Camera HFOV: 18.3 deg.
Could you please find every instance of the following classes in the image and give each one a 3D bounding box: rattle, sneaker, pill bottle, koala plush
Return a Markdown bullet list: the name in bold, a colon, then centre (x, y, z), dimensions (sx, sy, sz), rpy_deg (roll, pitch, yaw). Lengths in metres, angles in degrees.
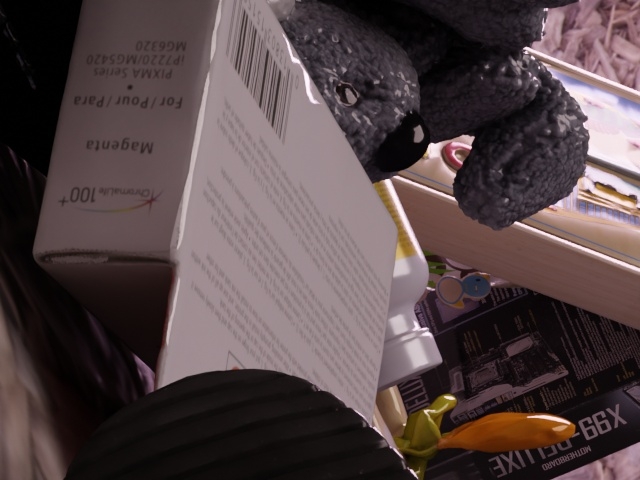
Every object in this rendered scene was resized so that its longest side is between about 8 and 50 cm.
- **rattle**: centre (0.055, 0.056, 1.280), dimensions (0.130, 0.142, 0.200), rpy_deg (28, 40, -49)
- **sneaker**: centre (0.008, 0.194, 0.525), dimensions (0.146, 0.122, 0.330), rpy_deg (90, -19, -58)
- **pill bottle**: centre (0.000, 0.000, 1.142), dimensions (0.103, 0.103, 0.184), rpy_deg (25, 41, -81)
- **koala plush**: centre (0.006, -0.084, 1.001), dimensions (0.203, 0.221, 0.196), rpy_deg (29, -41, 28)

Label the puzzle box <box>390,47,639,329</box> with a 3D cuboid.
- **puzzle box**: centre (0.172, -0.060, 1.582), dimensions (0.272, 0.409, 0.052), rpy_deg (-81, -167, -53)

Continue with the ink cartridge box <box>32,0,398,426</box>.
- **ink cartridge box**: centre (-0.037, 0.051, 0.778), dimensions (0.275, 0.060, 0.239), rpy_deg (56, 40, -64)

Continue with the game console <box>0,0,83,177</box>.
- **game console**: centre (-0.094, -0.206, 0.775), dimensions (0.361, 0.044, 0.213), rpy_deg (-73, 149, -43)

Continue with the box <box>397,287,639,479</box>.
- **box**: centre (0.160, 0.058, 1.654), dimensions (0.307, 0.242, 0.076), rpy_deg (-109, 172, -46)

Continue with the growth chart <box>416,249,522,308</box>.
- **growth chart**: centre (0.101, -0.007, 1.607), dimensions (0.172, 0.237, 0.021), rpy_deg (-120, -151, -44)
